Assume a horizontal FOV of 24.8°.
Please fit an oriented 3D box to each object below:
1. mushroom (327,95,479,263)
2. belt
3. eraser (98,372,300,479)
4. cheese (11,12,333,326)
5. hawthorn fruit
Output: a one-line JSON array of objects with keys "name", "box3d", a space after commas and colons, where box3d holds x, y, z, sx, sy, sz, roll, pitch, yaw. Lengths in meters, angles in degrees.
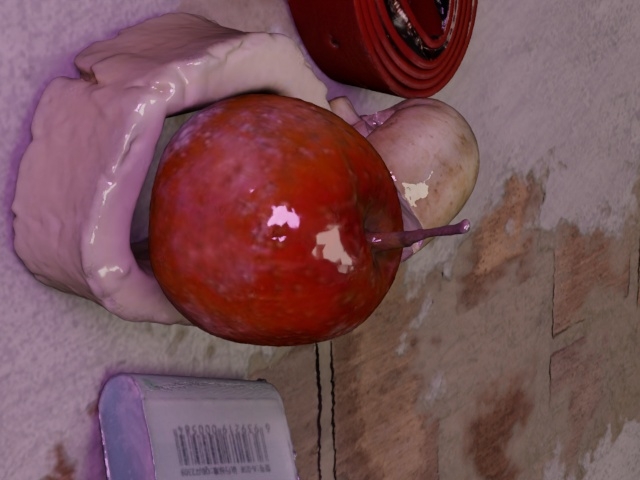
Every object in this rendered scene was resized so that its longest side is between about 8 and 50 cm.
[{"name": "mushroom", "box3d": [0.075, -0.088, 1.653, 0.189, 0.253, 0.195, -37, 95, -35]}, {"name": "belt", "box3d": [0.069, -0.317, 1.654, 0.227, 0.115, 0.324, -47, 136, -31]}, {"name": "eraser", "box3d": [-0.131, 0.233, 1.602, 0.227, 0.081, 0.174, 9, 62, -49]}, {"name": "cheese", "box3d": [-0.146, -0.070, 1.460, 0.332, 0.153, 0.292, -19, 117, -46]}, {"name": "hawthorn fruit", "box3d": [-0.036, 0.000, 1.323, 0.231, 0.263, 0.235, -32, 158, -12]}]
